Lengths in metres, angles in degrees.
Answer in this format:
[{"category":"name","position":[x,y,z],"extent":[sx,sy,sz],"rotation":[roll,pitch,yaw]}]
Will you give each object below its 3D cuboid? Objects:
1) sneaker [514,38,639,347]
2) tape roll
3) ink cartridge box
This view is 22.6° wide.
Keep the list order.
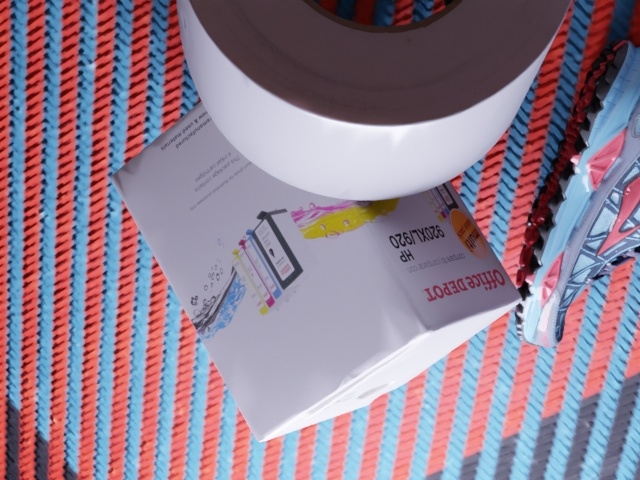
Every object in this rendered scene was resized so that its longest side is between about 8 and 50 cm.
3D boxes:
[{"category":"sneaker","position":[0.228,-0.015,1.209],"extent":[0.125,0.104,0.261],"rotation":[19,122,1]},{"category":"tape roll","position":[0.032,-0.163,1.024],"extent":[0.246,0.246,0.169],"rotation":[21,166,2]},{"category":"ink cartridge box","position":[0.000,0.000,1.186],"extent":[0.168,0.171,0.232],"rotation":[-36,78,28]}]
